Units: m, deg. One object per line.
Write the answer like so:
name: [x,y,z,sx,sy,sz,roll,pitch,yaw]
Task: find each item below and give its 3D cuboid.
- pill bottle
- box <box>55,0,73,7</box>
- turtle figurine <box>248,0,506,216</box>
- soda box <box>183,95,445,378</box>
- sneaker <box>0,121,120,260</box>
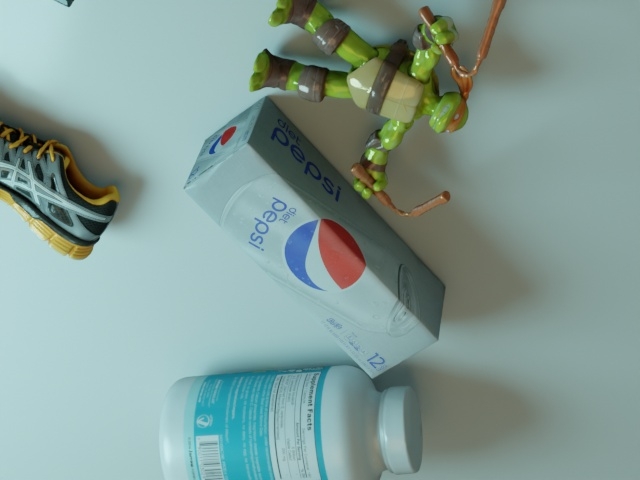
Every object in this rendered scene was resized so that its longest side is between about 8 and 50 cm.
pill bottle: [-0.028,0.210,1.660,0.264,0.146,0.146,-5,123,14]
box: [-0.252,-0.267,1.436,0.083,0.052,0.062,25,125,-5]
turtle figurine: [0.055,-0.158,1.429,0.217,0.087,0.269,25,134,3]
soda box: [0.000,0.000,1.542,0.091,0.098,0.286,-33,112,28]
sneaker: [-0.295,-0.075,1.566,0.215,0.084,0.083,39,109,-20]
